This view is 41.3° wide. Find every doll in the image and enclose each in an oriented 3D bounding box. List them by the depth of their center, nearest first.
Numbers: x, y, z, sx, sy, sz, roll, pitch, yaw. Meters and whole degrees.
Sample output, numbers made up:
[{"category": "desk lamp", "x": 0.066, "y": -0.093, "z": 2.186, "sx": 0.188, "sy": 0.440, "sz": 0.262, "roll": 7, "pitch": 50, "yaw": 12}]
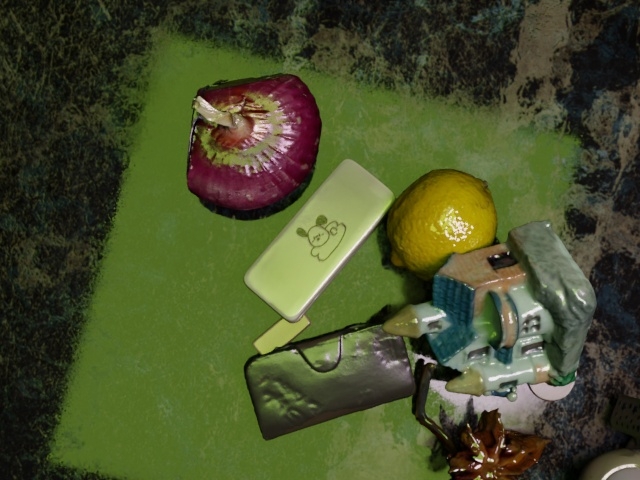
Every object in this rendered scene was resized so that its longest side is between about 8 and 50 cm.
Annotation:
[{"category": "doll", "x": 0.339, "y": 0.259, "z": 1.611, "sx": 0.076, "sy": 0.050, "sz": 0.083, "roll": 6, "pitch": 87, "yaw": 16}]

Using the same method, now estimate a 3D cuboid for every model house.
[{"category": "model house", "x": 0.272, "y": 0.149, "z": 1.477, "sx": 0.324, "sy": 0.267, "sz": 0.194, "roll": -11, "pitch": 44, "yaw": -8}]

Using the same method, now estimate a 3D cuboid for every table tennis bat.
[{"category": "table tennis bat", "x": 0.450, "y": 0.231, "z": 1.635, "sx": 0.095, "sy": 0.014, "sz": 0.158, "roll": 11, "pitch": 88, "yaw": 1}]

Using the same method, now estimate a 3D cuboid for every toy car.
[{"category": "toy car", "x": 0.536, "y": 0.468, "z": 1.506, "sx": 0.336, "sy": 0.242, "sz": 0.226, "roll": -43, "pitch": 91, "yaw": -5}]

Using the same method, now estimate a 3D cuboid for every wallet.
[{"category": "wallet", "x": 0.018, "y": 0.259, "z": 1.593, "sx": 0.309, "sy": 0.042, "sz": 0.165, "roll": -15, "pitch": 101, "yaw": -2}]

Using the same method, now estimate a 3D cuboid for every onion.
[{"category": "onion", "x": -0.117, "y": -0.181, "z": 1.544, "sx": 0.230, "sy": 0.272, "sz": 0.256, "roll": 7, "pitch": 122, "yaw": -6}]

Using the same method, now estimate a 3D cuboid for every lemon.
[{"category": "lemon", "x": 0.224, "y": -0.028, "z": 1.557, "sx": 0.231, "sy": 0.192, "sz": 0.192, "roll": -41, "pitch": 88, "yaw": 0}]

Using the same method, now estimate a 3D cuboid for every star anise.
[{"category": "star anise", "x": 0.290, "y": 0.374, "z": 1.561, "sx": 0.237, "sy": 0.148, "sz": 0.346, "roll": -34, "pitch": 85, "yaw": -26}]

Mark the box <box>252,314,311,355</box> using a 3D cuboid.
[{"category": "box", "x": -0.073, "y": 0.176, "z": 1.616, "sx": 0.115, "sy": 0.025, "sz": 0.048, "roll": -40, "pitch": 83, "yaw": -4}]

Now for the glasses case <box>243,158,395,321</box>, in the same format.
[{"category": "glasses case", "x": 0.000, "y": 0.000, "z": 1.596, "sx": 0.131, "sy": 0.070, "sz": 0.313, "roll": 40, "pitch": 82, "yaw": 7}]
